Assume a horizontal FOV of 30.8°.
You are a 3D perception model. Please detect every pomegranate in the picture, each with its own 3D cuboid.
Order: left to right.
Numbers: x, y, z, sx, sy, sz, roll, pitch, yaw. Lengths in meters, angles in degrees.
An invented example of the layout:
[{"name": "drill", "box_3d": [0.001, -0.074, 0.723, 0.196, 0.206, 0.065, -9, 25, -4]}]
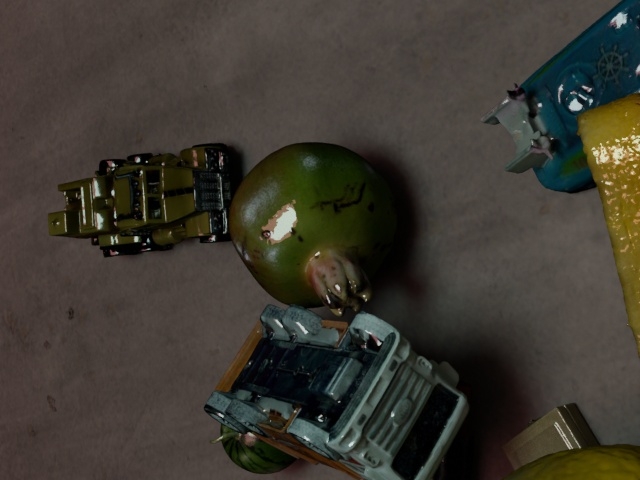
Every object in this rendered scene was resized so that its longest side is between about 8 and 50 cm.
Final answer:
[{"name": "pomegranate", "box_3d": [0.000, 0.000, 1.195, 0.180, 0.180, 0.210, -57, 39, 27]}]

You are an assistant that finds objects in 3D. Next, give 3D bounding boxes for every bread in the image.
[{"name": "bread", "box_3d": [0.284, -0.003, 0.969, 0.094, 0.102, 0.246, -14, 95, 25]}]

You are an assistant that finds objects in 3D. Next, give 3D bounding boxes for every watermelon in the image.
[{"name": "watermelon", "box_3d": [-0.067, 0.215, 1.317, 0.109, 0.109, 0.109, 2, 93, 42]}]

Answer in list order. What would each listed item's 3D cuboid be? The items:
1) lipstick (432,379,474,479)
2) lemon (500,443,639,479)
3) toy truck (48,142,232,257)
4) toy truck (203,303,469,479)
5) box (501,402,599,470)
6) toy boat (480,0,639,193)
[{"name": "lipstick", "box_3d": [0.115, 0.287, 1.176, 0.081, 0.081, 0.300, 5, 90, 42]}, {"name": "lemon", "box_3d": [0.231, 0.296, 0.964, 0.267, 0.267, 0.267, 2, 93, 42]}, {"name": "toy truck", "box_3d": [-0.216, -0.049, 1.431, 0.257, 0.127, 0.127, -6, 86, 38]}, {"name": "toy truck", "box_3d": [0.017, 0.162, 1.143, 0.136, 0.162, 0.305, -58, 22, -15]}, {"name": "box", "box_3d": [0.224, 0.207, 1.104, 0.079, 0.035, 0.083, -43, 63, 34]}, {"name": "toy boat", "box_3d": [0.278, -0.157, 1.008, 0.299, 0.092, 0.134, -40, 63, 36]}]
